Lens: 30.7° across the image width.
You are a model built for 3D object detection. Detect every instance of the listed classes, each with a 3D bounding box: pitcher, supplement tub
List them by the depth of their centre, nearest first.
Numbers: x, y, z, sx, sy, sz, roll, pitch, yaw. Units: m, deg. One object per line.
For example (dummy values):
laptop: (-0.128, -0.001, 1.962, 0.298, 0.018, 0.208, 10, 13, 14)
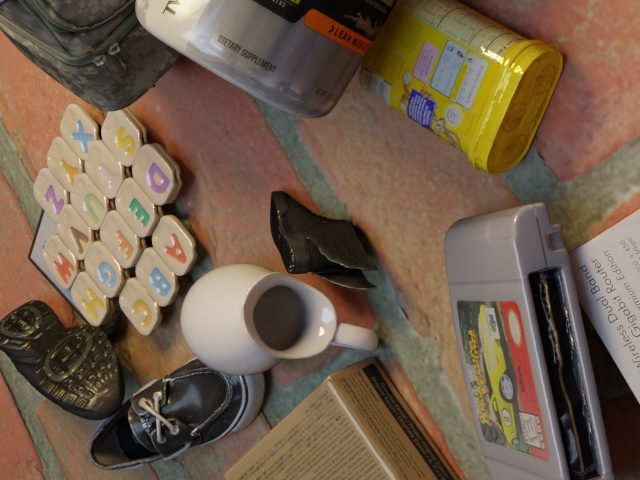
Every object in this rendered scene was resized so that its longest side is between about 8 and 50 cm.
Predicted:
supplement tub: (-0.002, -0.296, 1.030, 0.207, 0.207, 0.338, 36, 102, 29)
pitcher: (-0.050, 0.093, 1.281, 0.207, 0.177, 0.126, -9, 64, 61)

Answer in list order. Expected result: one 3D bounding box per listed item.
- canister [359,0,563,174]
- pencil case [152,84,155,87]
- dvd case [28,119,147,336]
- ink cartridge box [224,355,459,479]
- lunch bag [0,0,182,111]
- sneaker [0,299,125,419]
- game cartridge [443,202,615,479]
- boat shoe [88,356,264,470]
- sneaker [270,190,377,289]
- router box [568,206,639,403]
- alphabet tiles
canister: (0.126, -0.157, 1.090, 0.170, 0.073, 0.126, 37, 122, 30)
pencil case: (-0.280, -0.288, 1.381, 0.306, 0.119, 0.133, 30, 162, 31)
dvd case: (-0.301, -0.020, 1.532, 0.180, 0.022, 0.253, 42, 125, 25)
ink cartridge box: (0.024, 0.272, 1.282, 0.193, 0.088, 0.235, 55, 129, 14)
lunch bag: (-0.212, -0.316, 1.138, 0.212, 0.305, 0.256, 38, 167, 30)
sneaker: (-0.330, 0.175, 1.549, 0.286, 0.109, 0.130, 27, 149, 51)
game cartridge: (0.184, 0.118, 1.061, 0.196, 0.060, 0.294, 163, 96, -80)
boat shoe: (-0.188, 0.216, 1.441, 0.301, 0.102, 0.108, -30, 81, 42)
sneaker: (0.000, -0.002, 1.249, 0.170, 0.089, 0.051, -112, 22, -57)
router box: (0.396, 0.083, 0.910, 0.301, 0.082, 0.336, -39, 75, 40)
alphabet tiles: (-0.269, -0.026, 1.474, 0.278, 0.021, 0.284, 49, 127, 20)
